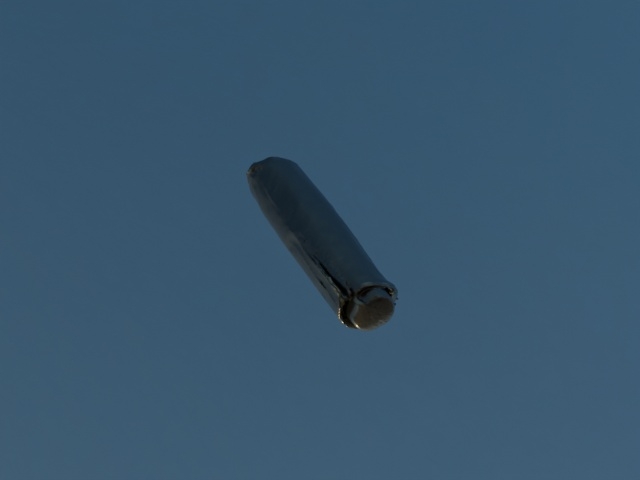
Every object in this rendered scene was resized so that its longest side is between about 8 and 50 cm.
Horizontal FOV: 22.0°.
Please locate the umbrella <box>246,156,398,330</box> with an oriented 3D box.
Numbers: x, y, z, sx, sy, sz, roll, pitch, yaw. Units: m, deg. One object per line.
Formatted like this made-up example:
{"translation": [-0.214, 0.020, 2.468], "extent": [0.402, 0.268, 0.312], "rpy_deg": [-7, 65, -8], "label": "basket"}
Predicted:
{"translation": [0.001, 0.000, 0.825], "extent": [0.036, 0.133, 0.031], "rpy_deg": [-16, -50, -17], "label": "umbrella"}
